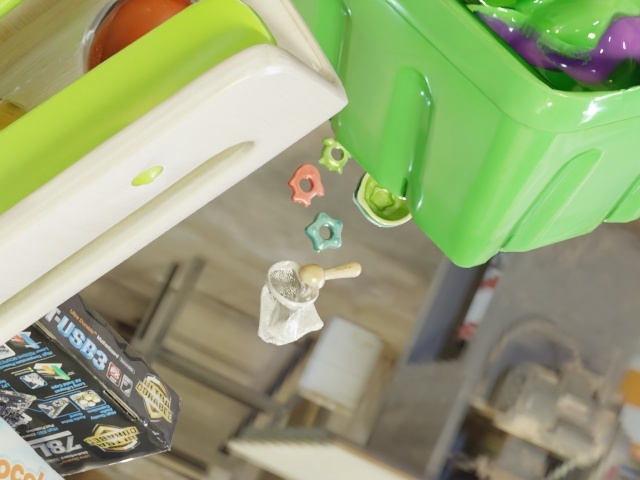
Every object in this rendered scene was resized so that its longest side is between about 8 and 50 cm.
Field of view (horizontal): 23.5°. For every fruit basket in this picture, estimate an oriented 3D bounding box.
[{"bbox_3d":[0.097,-0.217,0.895,0.283,0.392,0.392,-14,-166,-37],"label":"fruit basket"}]

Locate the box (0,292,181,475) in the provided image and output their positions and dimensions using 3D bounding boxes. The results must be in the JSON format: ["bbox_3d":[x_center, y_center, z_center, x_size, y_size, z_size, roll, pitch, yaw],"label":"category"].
[{"bbox_3d":[-0.333,0.125,1.456,0.295,0.073,0.293,-16,134,27],"label":"box"}]

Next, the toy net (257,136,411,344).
[{"bbox_3d":[0.000,0.000,1.583,0.122,0.232,0.045,40,160,-13],"label":"toy net"}]

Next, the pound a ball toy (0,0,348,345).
[{"bbox_3d":[-0.138,-0.074,0.583,0.208,0.319,0.136,57,-170,13],"label":"pound a ball toy"}]

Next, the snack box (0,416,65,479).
[{"bbox_3d":[-0.300,0.275,1.378,0.060,0.187,0.322,-14,128,33],"label":"snack box"}]
